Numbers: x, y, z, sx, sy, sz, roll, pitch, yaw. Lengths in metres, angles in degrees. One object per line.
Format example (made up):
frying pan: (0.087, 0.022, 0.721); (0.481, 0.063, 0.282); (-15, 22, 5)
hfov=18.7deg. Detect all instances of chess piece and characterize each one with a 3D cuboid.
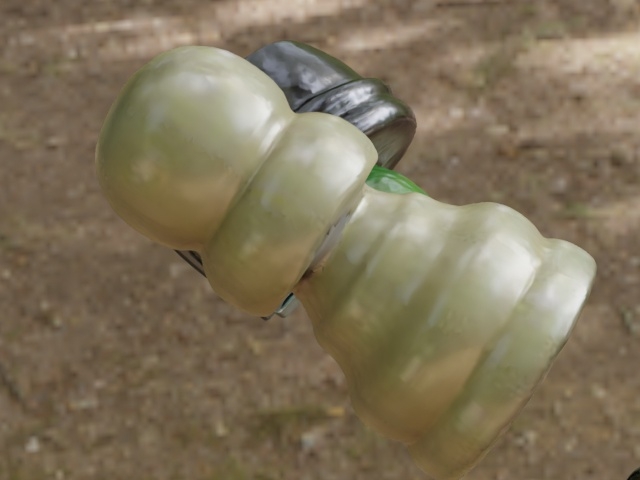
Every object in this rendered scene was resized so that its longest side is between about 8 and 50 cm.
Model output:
chess piece: (0.000, 0.000, 1.177); (0.300, 0.167, 0.167); (33, 27, -1)

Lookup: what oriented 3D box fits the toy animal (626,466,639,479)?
toy animal: (0.231, 0.165, 1.293); (0.062, 0.108, 0.220); (34, -7, 8)

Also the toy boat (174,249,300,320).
toy boat: (-0.087, -0.006, 1.848); (0.093, 0.246, 0.103); (-50, 46, -1)

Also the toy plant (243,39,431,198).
toy plant: (0.011, -0.030, 1.446); (0.175, 0.235, 0.218); (-38, -12, -4)
